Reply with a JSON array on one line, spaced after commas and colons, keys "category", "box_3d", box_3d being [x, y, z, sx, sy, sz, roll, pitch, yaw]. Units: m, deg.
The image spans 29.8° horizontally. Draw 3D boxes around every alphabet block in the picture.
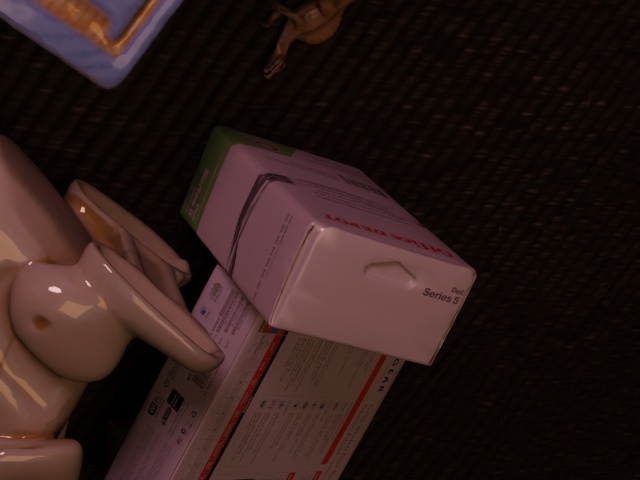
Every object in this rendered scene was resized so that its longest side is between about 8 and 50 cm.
[{"category": "alphabet block", "box_3d": [-0.217, -0.278, 1.037, 0.192, 0.197, 0.193, 36, 96, -35]}]

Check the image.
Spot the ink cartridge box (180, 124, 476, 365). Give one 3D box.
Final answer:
[{"category": "ink cartridge box", "box_3d": [0.000, 0.000, 1.231, 0.198, 0.273, 0.115, 16, 107, -30]}]

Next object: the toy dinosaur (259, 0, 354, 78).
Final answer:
[{"category": "toy dinosaur", "box_3d": [0.001, -0.246, 1.255, 0.183, 0.053, 0.092, -34, 140, 2]}]

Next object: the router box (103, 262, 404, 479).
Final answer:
[{"category": "router box", "box_3d": [-0.067, 0.202, 1.357, 0.301, 0.082, 0.335, 13, 109, -52]}]

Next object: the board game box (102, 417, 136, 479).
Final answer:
[{"category": "board game box", "box_3d": [-0.202, 0.327, 1.443, 0.124, 0.039, 0.259, -1, 112, -24]}]

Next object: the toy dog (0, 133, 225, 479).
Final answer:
[{"category": "toy dog", "box_3d": [-0.348, 0.129, 1.132, 0.408, 0.284, 0.395, -47, 124, 5]}]
